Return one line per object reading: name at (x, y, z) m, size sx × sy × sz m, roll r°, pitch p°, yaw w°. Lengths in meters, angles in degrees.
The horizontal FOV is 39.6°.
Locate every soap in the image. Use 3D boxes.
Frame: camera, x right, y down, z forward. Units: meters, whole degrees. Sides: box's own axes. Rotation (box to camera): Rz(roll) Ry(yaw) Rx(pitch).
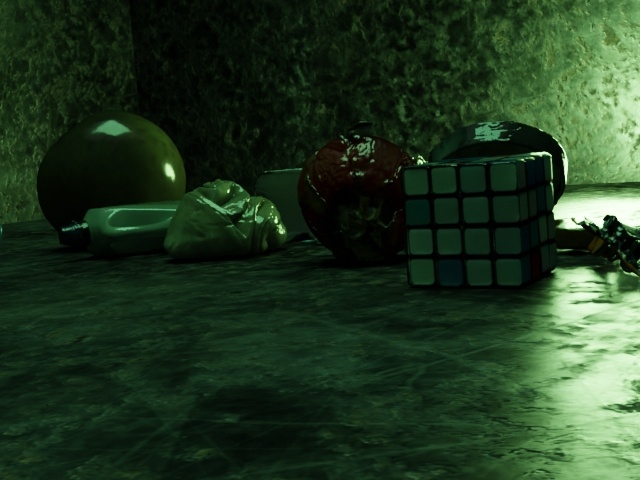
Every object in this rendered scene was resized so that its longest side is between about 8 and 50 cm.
soap at (0.055, -0.083, 1.887) m, size 0.257 × 0.159 × 0.302 m, roll 2°, pitch 9°, yaw 33°

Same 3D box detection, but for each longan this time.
longan at (-0.490, -0.140, 2.092) m, size 0.360 × 0.361 × 0.361 m, roll -4°, pitch 5°, yaw 0°

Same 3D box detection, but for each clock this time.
clock at (0.351, -0.127, 1.779) m, size 0.280 × 0.055 × 0.281 m, roll 5°, pitch -35°, yaw 3°

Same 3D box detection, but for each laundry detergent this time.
laundry detergent at (-0.395, -0.024, 1.843) m, size 0.280 × 0.105 × 0.215 m, roll -6°, pitch 7°, yaw -36°

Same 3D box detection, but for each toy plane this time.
toy plane at (0.388, 0.006, 1.124) m, size 0.135 × 0.062 × 0.188 m, roll 22°, pitch 8°, yaw -2°

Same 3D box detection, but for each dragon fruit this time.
dragon fruit at (0.063, -0.040, 1.383) m, size 0.224 × 0.218 × 0.148 m, roll -47°, pitch 18°, yaw 34°

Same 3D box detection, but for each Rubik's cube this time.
Rubik's cube at (0.202, -0.027, 1.126) m, size 0.154 × 0.155 × 0.151 m, roll -2°, pitch 6°, yaw 30°

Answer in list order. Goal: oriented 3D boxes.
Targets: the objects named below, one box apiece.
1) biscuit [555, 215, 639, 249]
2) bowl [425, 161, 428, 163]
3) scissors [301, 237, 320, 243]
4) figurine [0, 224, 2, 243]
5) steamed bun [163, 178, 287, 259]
biscuit at (0.425, -0.011, 1.384) m, size 0.290 × 0.041 × 0.208 m, roll 0°, pitch 7°, yaw 30°
bowl at (0.357, -0.136, 2.234) m, size 0.287 × 0.144 × 0.287 m, roll -4°, pitch 6°, yaw 0°
scissors at (0.000, 0.000, 1.756) m, size 0.058 × 0.014 × 0.119 m, roll -7°, pitch 2°, yaw -14°
figurine at (-0.444, 0.036, 0.847) m, size 0.262 × 0.180 × 0.154 m, roll 6°, pitch 9°, yaw -31°
steamed bun at (-0.180, -0.044, 1.678) m, size 0.218 × 0.144 × 0.211 m, roll -2°, pitch 5°, yaw 13°
